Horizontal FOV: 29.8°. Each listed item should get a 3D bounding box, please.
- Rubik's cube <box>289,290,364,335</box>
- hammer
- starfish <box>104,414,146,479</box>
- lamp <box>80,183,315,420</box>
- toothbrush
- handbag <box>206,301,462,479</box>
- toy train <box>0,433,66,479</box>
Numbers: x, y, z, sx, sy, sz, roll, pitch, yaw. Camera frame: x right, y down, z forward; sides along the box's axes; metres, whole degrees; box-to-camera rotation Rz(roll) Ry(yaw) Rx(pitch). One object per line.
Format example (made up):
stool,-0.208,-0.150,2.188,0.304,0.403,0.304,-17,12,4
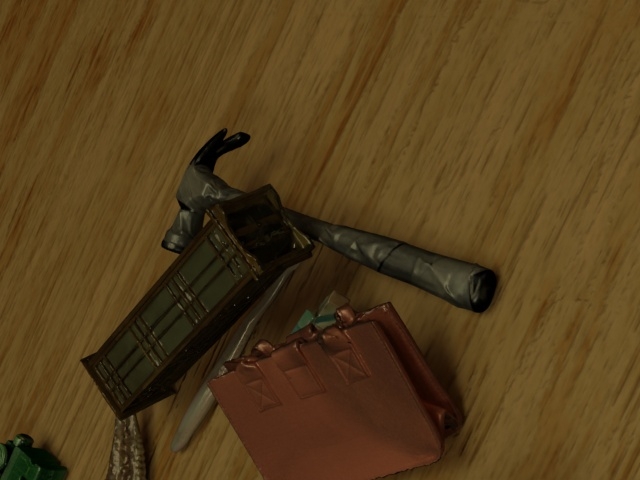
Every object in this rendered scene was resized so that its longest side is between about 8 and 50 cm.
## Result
Rubik's cube,0.011,0.092,1.182,0.075,0.084,0.073,-45,50,2
hammer,-0.001,0.000,1.226,0.427,0.044,0.152,23,94,39
starfish,-0.264,0.379,1.320,0.384,0.132,0.398,-60,29,2
lamp,-0.136,0.072,1.262,0.090,0.089,0.325,54,132,11
toothbrush,-0.091,0.108,1.317,0.307,0.029,0.025,-59,42,12
handbag,0.011,0.149,1.114,0.212,0.059,0.157,-24,103,37
toy train,-0.396,0.336,1.517,0.104,0.071,0.178,28,94,37
